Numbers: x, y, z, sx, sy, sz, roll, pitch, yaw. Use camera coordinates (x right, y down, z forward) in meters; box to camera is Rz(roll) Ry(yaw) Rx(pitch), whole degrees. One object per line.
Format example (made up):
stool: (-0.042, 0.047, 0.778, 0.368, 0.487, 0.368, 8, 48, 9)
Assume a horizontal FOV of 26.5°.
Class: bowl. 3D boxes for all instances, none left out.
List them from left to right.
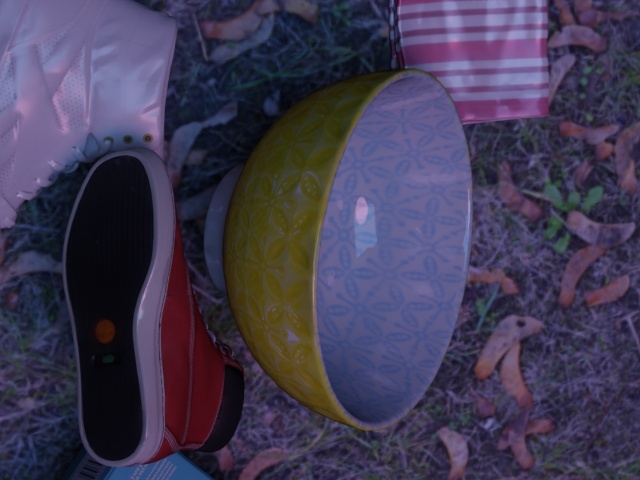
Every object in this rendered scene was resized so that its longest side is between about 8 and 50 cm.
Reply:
bowl: (0.000, 0.000, 1.111, 0.156, 0.289, 0.290, 7, 106, 29)

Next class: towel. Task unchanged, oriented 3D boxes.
towel: (0.132, -0.198, 1.177, 0.144, 0.029, 0.197, -7, 105, -13)

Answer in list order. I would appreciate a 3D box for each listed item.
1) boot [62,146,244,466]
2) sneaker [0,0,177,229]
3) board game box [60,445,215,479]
boot: (-0.120, 0.052, 1.093, 0.088, 0.176, 0.244, -3, 86, 27)
sneaker: (-0.212, -0.066, 1.085, 0.169, 0.108, 0.293, 21, 97, -15)
board game box: (-0.120, 0.348, 1.166, 0.336, 0.079, 0.254, 43, 69, -26)
